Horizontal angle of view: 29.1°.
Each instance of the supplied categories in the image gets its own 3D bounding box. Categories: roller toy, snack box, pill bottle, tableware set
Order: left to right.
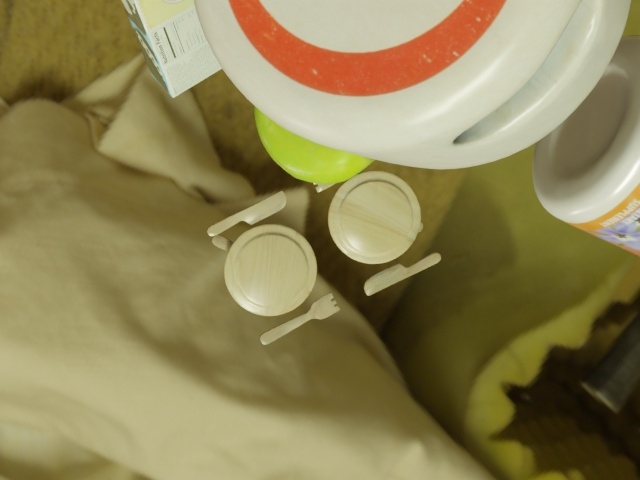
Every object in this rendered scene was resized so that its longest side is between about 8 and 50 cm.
[{"bbox_3d":[-0.139,-0.324,1.339,0.187,0.060,0.322,-33,143,-13],"label":"snack box"},{"bbox_3d":[0.000,0.000,1.147,0.194,0.039,0.128,-26,102,-4],"label":"tableware set"},{"bbox_3d":[0.042,-0.135,0.581,0.146,0.191,0.209,3,86,-66],"label":"roller toy"},{"bbox_3d":[0.251,-0.033,0.772,0.216,0.121,0.121,22,108,-21],"label":"pill bottle"}]
